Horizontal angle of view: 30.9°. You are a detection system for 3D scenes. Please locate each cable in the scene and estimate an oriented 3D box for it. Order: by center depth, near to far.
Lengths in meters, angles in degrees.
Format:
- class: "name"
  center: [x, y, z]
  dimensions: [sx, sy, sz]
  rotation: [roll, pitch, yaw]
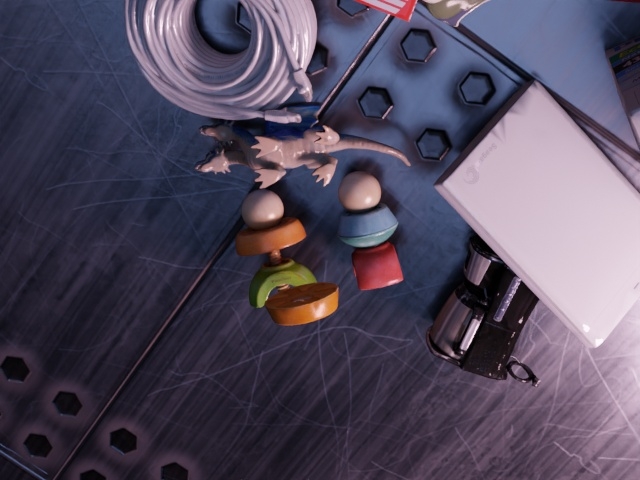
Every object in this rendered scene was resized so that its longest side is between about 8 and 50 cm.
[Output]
- class: "cable"
  center: [-0.130, -0.284, 1.527]
  dimensions: [0.257, 0.089, 0.257]
  rotation: [3, 119, 19]

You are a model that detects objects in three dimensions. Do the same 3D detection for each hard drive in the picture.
- class: "hard drive"
  center: [0.321, -0.035, 1.549]
  dimensions: [0.307, 0.040, 0.203]
  rotation: [46, 73, -11]

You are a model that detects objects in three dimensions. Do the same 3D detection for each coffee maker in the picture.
- class: "coffee maker"
  center: [0.257, 0.095, 1.638]
  dimensions: [0.171, 0.120, 0.178]
  rotation: [13, 116, -23]

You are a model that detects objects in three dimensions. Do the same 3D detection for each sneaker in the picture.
- class: "sneaker"
  center: [0.212, -0.354, 1.490]
  dimensions: [0.192, 0.064, 0.086]
  rotation: [-42, 136, 3]

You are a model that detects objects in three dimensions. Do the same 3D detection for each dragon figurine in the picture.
- class: "dragon figurine"
  center: [-0.031, -0.134, 1.590]
  dimensions: [0.289, 0.144, 0.085]
  rotation: [-9, 114, -6]

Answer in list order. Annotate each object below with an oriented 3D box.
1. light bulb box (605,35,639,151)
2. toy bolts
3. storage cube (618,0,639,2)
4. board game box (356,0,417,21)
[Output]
- class: "light bulb box"
  center: [0.548, -0.163, 1.348]
  dimensions: [0.358, 0.361, 0.225]
  rotation: [-23, 105, 16]
- class: "toy bolts"
  center: [0.000, 0.000, 1.593]
  dimensions: [0.229, 0.218, 0.158]
  rotation: [-14, 103, -6]
- class: "storage cube"
  center: [0.419, -0.383, 1.348]
  dimensions: [0.193, 0.184, 0.215]
  rotation: [11, 115, 31]
- class: "board game box"
  center: [0.054, -0.389, 1.502]
  dimensions: [0.193, 0.045, 0.146]
  rotation: [21, 113, 0]
